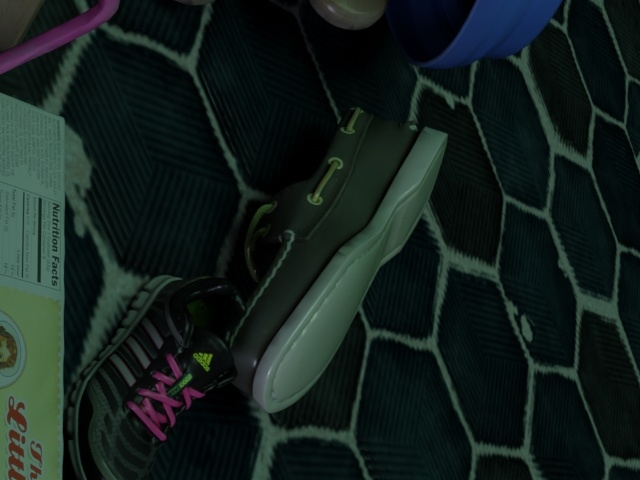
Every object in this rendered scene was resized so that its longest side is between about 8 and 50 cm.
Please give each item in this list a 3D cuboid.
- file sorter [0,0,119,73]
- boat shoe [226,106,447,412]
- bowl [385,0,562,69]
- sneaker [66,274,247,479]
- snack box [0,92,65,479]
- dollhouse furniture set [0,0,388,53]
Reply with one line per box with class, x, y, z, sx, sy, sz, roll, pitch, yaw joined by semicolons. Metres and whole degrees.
file sorter;-0.201;-0.208;0.477;0.202;0.182;0.290;14;63;-56
boat shoe;-0.001;0.003;0.933;0.305;0.091;0.109;-54;164;-46
bowl;0.135;-0.332;1.045;0.077;0.391;0.391;4;68;-13
sneaker;-0.092;0.080;0.775;0.063;0.075;0.170;54;38;-28
snack box;-0.208;0.067;0.619;0.187;0.060;0.322;21;59;-51
dollhouse furniture set;-0.036;-0.237;0.758;0.394;0.362;0.256;3;71;-27
